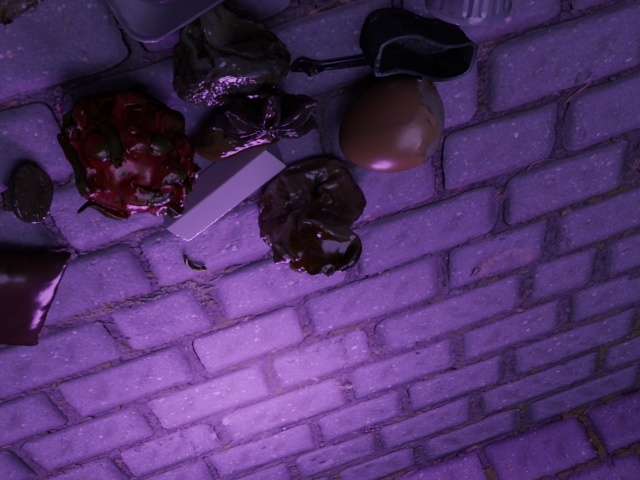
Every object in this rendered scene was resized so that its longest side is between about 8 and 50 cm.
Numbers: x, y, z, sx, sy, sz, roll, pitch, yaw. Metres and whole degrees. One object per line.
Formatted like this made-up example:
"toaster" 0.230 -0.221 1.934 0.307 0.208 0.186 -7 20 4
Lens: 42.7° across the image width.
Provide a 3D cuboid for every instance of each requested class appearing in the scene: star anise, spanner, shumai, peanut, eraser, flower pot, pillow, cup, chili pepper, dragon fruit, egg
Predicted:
"star anise" -0.104 -0.238 1.556 0.212 0.073 0.197 -3 168 -7
"spanner" 0.039 -0.372 1.713 0.208 0.012 0.046 -10 138 -13
"shumai" -0.614 -0.097 1.688 0.087 0.124 0.099 3 177 34
"peanut" -0.158 -0.234 1.709 0.236 0.120 0.110 -26 108 13
"eraser" -0.219 -0.120 1.829 0.298 0.078 0.076 -36 138 17
"flower pot" 0.201 -0.401 1.680 0.229 0.108 0.103 -1 136 -24
"shumai" -0.181 -0.372 1.531 0.225 0.222 0.260 -14 175 -11
"shumai" 0.000 0.000 1.921 0.266 0.262 0.314 -7 140 -16
"pillow" -0.749 0.127 1.848 0.307 0.108 0.305 9 126 -35
"cup" 0.310 -0.541 1.546 0.221 0.167 0.202 -29 142 -26
"chili pepper" -0.315 0.059 2.033 0.030 0.017 0.083 -40 140 19
"dragon fruit" -0.371 -0.169 1.594 0.237 0.231 0.302 -28 131 25
"egg" 0.154 -0.246 1.762 0.244 0.201 0.201 -20 142 16

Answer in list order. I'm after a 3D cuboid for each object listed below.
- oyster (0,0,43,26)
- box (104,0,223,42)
"oyster" -0.503 -0.431 1.318 0.341 0.166 0.110 -9 137 -2
"box" -0.223 -0.554 1.244 0.396 0.111 0.396 -34 130 -3
